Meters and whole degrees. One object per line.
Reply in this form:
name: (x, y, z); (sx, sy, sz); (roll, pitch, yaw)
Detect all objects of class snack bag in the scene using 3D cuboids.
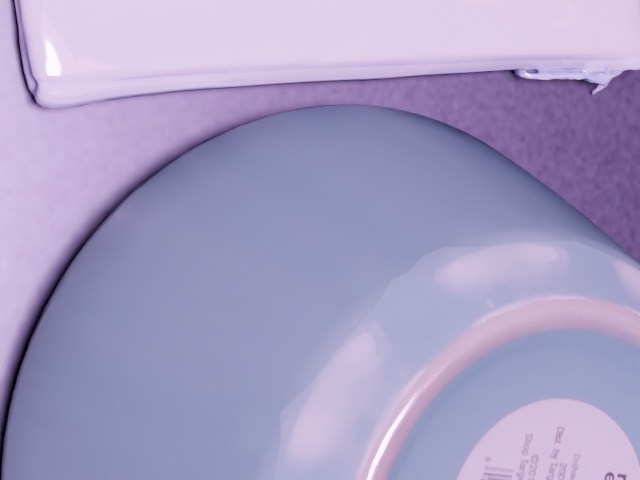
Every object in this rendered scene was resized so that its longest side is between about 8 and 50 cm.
snack bag: (0.003, -0.227, 0.785); (0.323, 0.037, 0.342); (-6, 95, -28)

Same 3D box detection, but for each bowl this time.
bowl: (0.045, 0.103, 0.738); (0.311, 0.163, 0.311); (-4, 98, -28)
